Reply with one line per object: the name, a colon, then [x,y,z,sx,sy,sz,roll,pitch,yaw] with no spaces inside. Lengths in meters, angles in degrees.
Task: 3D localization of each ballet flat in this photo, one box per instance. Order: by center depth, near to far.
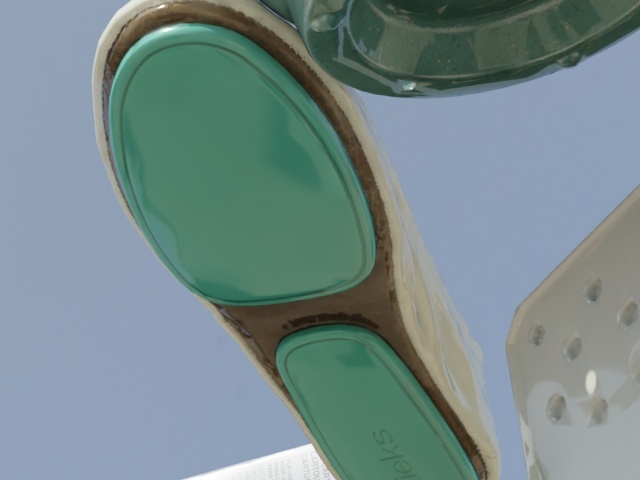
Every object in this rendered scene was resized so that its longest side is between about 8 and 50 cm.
ballet flat: [0.000,0.000,0.750,0.139,0.139,0.400,-27,-50,3]

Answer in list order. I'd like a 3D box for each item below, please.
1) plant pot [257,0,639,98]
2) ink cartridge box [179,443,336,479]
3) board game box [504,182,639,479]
plant pot: [0.055,-0.183,0.587,0.293,0.196,0.293,-11,-22,-5]
ink cartridge box: [-0.028,0.235,0.940,0.311,0.186,0.065,-15,-40,6]
board game box: [0.208,0.078,0.416,0.050,0.390,0.390,17,-45,-23]
